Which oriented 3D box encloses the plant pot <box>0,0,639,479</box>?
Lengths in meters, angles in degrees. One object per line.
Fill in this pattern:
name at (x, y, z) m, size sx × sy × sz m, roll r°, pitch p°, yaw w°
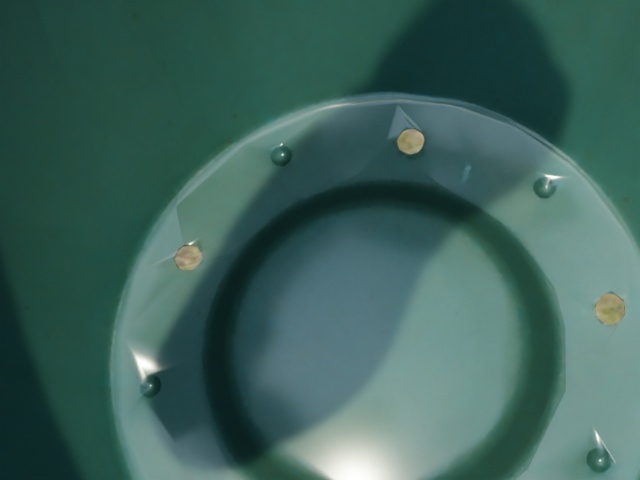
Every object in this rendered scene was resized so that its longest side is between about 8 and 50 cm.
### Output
plant pot at (0.000, 0.000, 0.278) m, size 0.235 × 0.293 × 0.293 m, roll 59°, pitch 33°, yaw -71°
